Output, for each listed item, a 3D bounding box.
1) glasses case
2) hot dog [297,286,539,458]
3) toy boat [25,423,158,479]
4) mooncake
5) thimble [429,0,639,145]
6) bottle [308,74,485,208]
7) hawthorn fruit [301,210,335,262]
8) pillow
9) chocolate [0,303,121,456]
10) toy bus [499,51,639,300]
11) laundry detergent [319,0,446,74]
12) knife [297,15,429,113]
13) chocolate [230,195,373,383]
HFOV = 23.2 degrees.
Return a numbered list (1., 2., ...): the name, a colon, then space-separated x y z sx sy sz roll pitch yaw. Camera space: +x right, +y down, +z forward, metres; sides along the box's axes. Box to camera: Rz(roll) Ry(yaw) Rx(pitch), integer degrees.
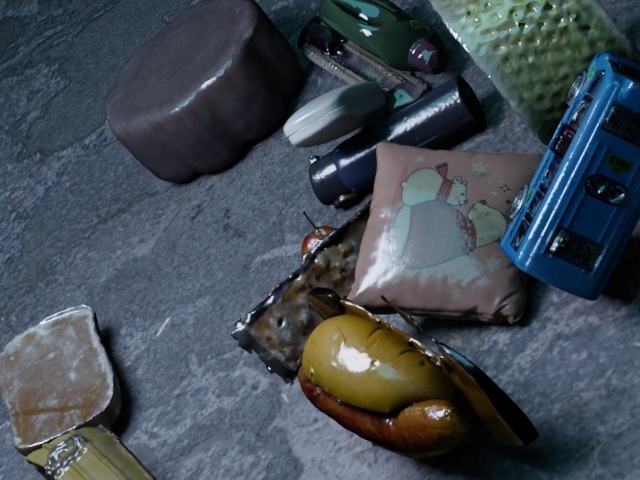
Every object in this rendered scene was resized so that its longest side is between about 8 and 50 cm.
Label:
1. glasses case: 0.022 -0.166 2.040 0.092 0.059 0.233 -30 0 23
2. hot dog: 0.067 0.156 1.648 0.107 0.194 0.326 -46 20 -14
3. toy boat: -0.245 0.343 1.841 0.162 0.136 0.445 -45 29 -9
4. mooncake: -0.176 -0.232 2.354 0.306 0.154 0.306 -26 38 23
5. thimble: 0.262 -0.228 1.800 0.150 0.271 0.271 -39 34 11
6. bottle: 0.096 -0.124 2.030 0.244 0.072 0.082 -28 79 21
7. hawthorn fruit: 0.000 0.000 1.968 0.066 0.103 0.067 -19 25 9
8. pillow: 0.147 -0.009 1.802 0.223 0.084 0.236 7 64 21
9. chocolate: -0.347 0.205 2.127 0.157 0.080 0.254 -28 36 -2
10. toy bus: 0.291 -0.067 1.636 0.134 0.113 0.246 -89 25 -77
11. laundry detergent: 0.094 -0.283 2.151 0.222 0.144 0.078 47 119 51
12. knife: 0.053 -0.264 2.251 0.089 0.043 0.365 -45 34 0
13. chocolate: 0.034 0.031 1.916 0.329 0.102 0.065 -44 6 1
